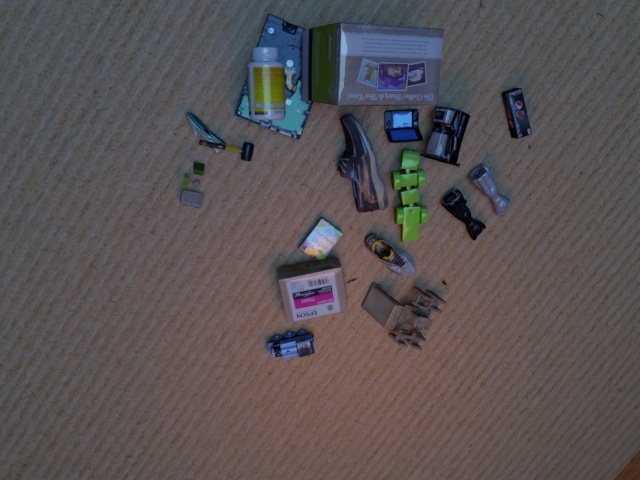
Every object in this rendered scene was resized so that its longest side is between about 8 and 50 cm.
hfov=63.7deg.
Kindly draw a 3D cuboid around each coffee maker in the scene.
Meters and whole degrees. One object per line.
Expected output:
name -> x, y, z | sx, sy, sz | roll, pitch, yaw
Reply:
coffee maker -> 0.440, -0.362, 1.791 | 0.120, 0.171, 0.178 | 20, 100, 27

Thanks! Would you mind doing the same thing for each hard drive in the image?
hard drive -> -0.121, -0.533, 1.704 | 0.236, 0.064, 0.339 | 18, 101, -11

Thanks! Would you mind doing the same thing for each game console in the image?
game console -> 0.288, -0.397, 1.782 | 0.122, 0.071, 0.107 | -4, 105, -6

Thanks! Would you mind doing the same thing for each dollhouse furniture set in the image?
dollhouse furniture set -> 0.306, 0.268, 1.949 | 0.242, 0.161, 0.212 | 17, 103, -33
dollhouse furniture set -> -0.437, -0.190, 1.778 | 0.076, 0.059, 0.152 | 10, 123, -16

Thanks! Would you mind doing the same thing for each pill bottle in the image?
pill bottle -> -0.170, -0.489, 1.616 | 0.117, 0.117, 0.215 | -2, 105, -6

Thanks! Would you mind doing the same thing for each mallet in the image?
mallet -> -0.309, -0.318, 1.719 | 0.189, 0.039, 0.062 | 15, 101, -34

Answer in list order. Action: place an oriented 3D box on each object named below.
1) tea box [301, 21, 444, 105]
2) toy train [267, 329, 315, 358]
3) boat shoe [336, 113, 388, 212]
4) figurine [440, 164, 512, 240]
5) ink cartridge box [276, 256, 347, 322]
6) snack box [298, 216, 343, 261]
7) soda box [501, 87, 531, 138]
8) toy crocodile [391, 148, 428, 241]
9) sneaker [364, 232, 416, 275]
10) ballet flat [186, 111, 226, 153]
tea box -> 0.143, -0.525, 1.561 | 0.328, 0.323, 0.220 | -6, 110, -22
toy train -> -0.108, 0.392, 1.926 | 0.184, 0.105, 0.080 | -11, 105, -4
boat shoe -> 0.125, -0.253, 1.771 | 0.130, 0.132, 0.356 | -21, 105, -1
figurine -> 0.582, -0.134, 1.886 | 0.215, 0.092, 0.209 | -42, 113, 4
ink cartridge box -> -0.029, 0.179, 1.871 | 0.234, 0.088, 0.193 | -12, 117, -3
snack box -> 0.000, 0.000, 1.870 | 0.100, 0.037, 0.141 | 36, 99, -15
soda box -> 0.692, -0.449, 1.820 | 0.053, 0.060, 0.169 | -19, 107, 0
toy crocodile -> 0.314, -0.155, 1.841 | 0.115, 0.105, 0.341 | -7, 109, -1
sneaker -> 0.258, 0.064, 1.889 | 0.225, 0.093, 0.088 | 33, 99, -14
ballet flat -> -0.392, -0.355, 1.725 | 0.168, 0.057, 0.052 | 42, 106, -14
